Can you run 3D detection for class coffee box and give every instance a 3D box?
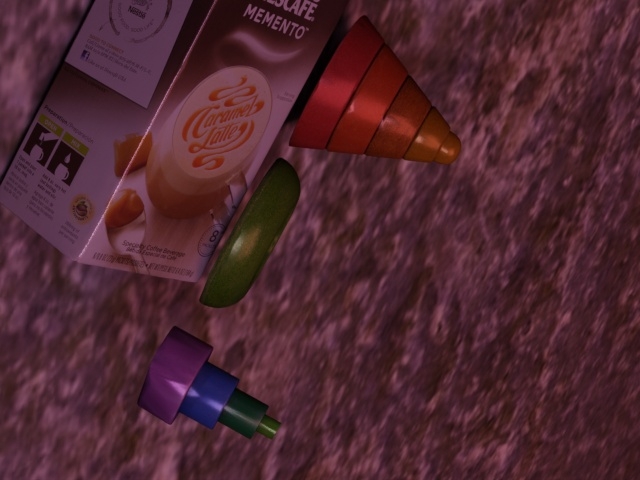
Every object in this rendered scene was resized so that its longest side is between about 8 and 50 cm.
[{"bbox_3d":[-0.103,-0.104,1.144,0.141,0.098,0.246,12,110,-56],"label":"coffee box"}]

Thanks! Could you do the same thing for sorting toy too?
[{"bbox_3d":[0.000,0.000,1.235,0.365,0.126,0.127,-61,179,-23],"label":"sorting toy"}]
